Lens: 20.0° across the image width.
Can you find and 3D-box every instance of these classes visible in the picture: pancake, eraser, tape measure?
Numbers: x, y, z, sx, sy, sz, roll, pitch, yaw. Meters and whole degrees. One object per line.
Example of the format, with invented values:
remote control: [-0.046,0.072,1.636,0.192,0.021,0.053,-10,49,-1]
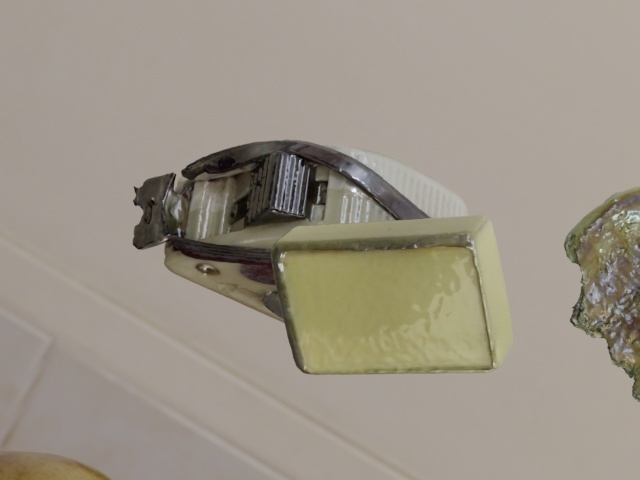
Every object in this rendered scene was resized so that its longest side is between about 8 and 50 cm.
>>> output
pancake: [0.179,0.031,0.883,0.116,0.129,0.022,-30,170,-21]
eraser: [0.056,0.043,1.405,0.058,0.172,0.117,-48,130,-56]
tape measure: [0.000,0.000,1.636,0.231,0.271,0.133,-20,-128,46]

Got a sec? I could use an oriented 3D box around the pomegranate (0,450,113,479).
pomegranate: [-0.200,0.248,1.193,0.233,0.233,0.233,-58,173,-12]
